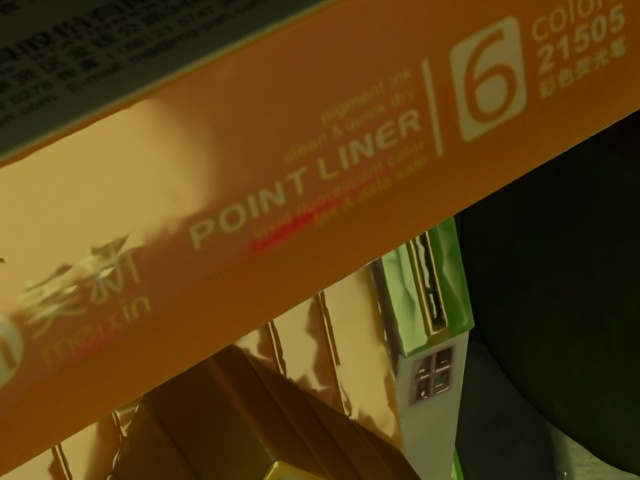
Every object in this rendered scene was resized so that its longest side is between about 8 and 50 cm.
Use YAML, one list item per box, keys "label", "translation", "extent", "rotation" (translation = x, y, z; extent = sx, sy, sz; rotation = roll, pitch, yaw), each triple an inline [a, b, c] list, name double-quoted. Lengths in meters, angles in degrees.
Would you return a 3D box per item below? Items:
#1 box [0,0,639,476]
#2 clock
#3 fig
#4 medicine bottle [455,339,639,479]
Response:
- label: "box"
  translation: [-0.063, -0.061, 0.446]
  extent: [0.274, 0.221, 0.091]
  rotation: [-27, 127, -21]
- label: "clock"
  translation: [-0.044, 0.116, 0.608]
  extent: [0.235, 0.166, 0.309]
  rotation: [-23, 139, -21]
- label: "fig"
  translation: [0.241, 0.000, 0.728]
  extent: [0.316, 0.316, 0.316]
  rotation: [-26, 139, -25]
- label: "medicine bottle"
  translation: [0.170, 0.166, 0.915]
  extent: [0.332, 0.190, 0.190]
  rotation: [13, 115, -49]
